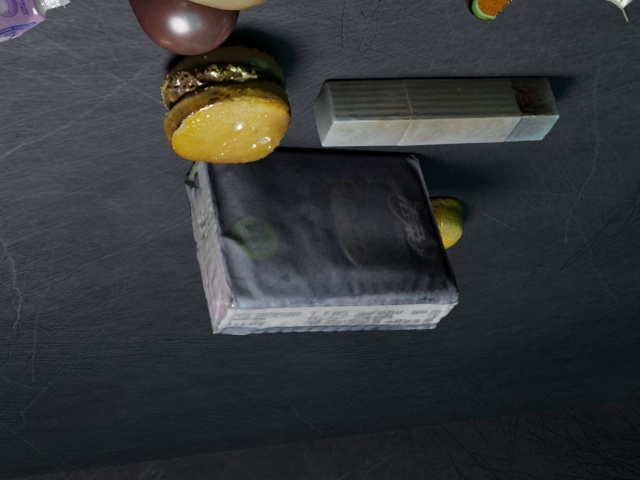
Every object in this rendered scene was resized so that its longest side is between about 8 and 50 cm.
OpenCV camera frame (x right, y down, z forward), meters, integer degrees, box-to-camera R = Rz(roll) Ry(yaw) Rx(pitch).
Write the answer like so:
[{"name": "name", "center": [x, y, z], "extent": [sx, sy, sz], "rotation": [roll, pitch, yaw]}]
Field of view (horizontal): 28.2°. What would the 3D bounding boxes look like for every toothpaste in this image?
[{"name": "toothpaste", "center": [-0.450, -0.257, 1.551], "extent": [0.301, 0.075, 0.048], "rotation": [-18, 177, 3]}]

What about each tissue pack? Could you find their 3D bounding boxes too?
[{"name": "tissue pack", "center": [0.000, 0.000, 2.018], "extent": [0.394, 0.288, 0.124], "rotation": [1, 150, -26]}]

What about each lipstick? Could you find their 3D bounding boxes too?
[{"name": "lipstick", "center": [0.178, -0.197, 1.943], "extent": [0.371, 0.080, 0.076], "rotation": [-3, 153, -19]}]

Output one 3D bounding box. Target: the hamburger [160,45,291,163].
[{"name": "hamburger", "center": [-0.138, -0.194, 1.762], "extent": [0.182, 0.118, 0.191], "rotation": [-35, 150, 32]}]

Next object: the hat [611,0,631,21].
[{"name": "hat", "center": [0.424, -0.374, 1.727], "extent": [0.122, 0.081, 0.166], "rotation": [-58, 162, 3]}]

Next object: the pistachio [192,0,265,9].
[{"name": "pistachio", "center": [-0.137, -0.344, 1.390], "extent": [0.260, 0.163, 0.212], "rotation": [7, -169, -34]}]

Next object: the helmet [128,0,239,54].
[{"name": "helmet", "center": [-0.167, -0.292, 1.569], "extent": [0.155, 0.106, 0.175], "rotation": [-18, 149, 10]}]

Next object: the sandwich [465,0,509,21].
[{"name": "sandwich", "center": [0.232, -0.338, 1.748], "extent": [0.069, 0.026, 0.101], "rotation": [-31, 152, 24]}]

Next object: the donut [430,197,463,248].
[{"name": "donut", "center": [0.192, -0.023, 2.325], "extent": [0.152, 0.058, 0.152], "rotation": [-8, 154, -4]}]
